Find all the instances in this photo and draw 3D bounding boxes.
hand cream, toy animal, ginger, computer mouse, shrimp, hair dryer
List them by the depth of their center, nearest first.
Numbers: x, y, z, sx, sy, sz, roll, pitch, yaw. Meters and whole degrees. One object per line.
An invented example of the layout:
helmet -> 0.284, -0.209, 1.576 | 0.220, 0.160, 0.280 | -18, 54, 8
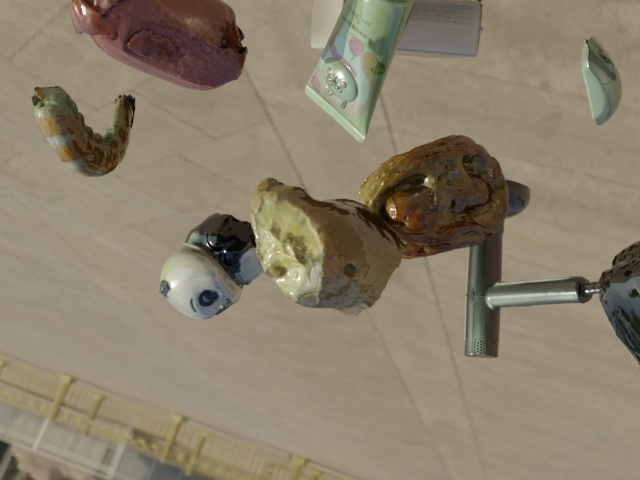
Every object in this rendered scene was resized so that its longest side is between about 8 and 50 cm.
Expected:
computer mouse -> 0.298, -0.171, 1.044 | 0.032, 0.056, 0.110 | -2, 139, 27
ginger -> 0.000, 0.000, 1.275 | 0.221, 0.130, 0.275 | 34, -169, -14
shrimp -> -0.304, -0.169, 1.320 | 0.049, 0.166, 0.161 | -3, 131, 32
hand cream -> 0.068, -0.308, 1.535 | 0.147, 0.093, 0.306 | 44, 136, 22
toy animal -> -0.168, 0.048, 1.606 | 0.138, 0.179, 0.166 | 30, 167, 26
hair dryer -> 0.369, 0.035, 1.750 | 0.284, 0.320, 0.156 | -13, 162, 30

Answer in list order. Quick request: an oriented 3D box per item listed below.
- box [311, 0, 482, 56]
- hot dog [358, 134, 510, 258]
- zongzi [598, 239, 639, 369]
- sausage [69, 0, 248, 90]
box -> 0.129, -0.379, 1.740 | 0.252, 0.106, 0.203 | 2, -170, -17
hot dog -> 0.184, -0.065, 1.530 | 0.259, 0.175, 0.114 | -20, -178, -30
zongzi -> 0.450, 0.090, 0.995 | 0.154, 0.317, 0.289 | -35, 82, 50
sausage -> -0.234, -0.315, 1.451 | 0.280, 0.152, 0.152 | 17, 169, -37
